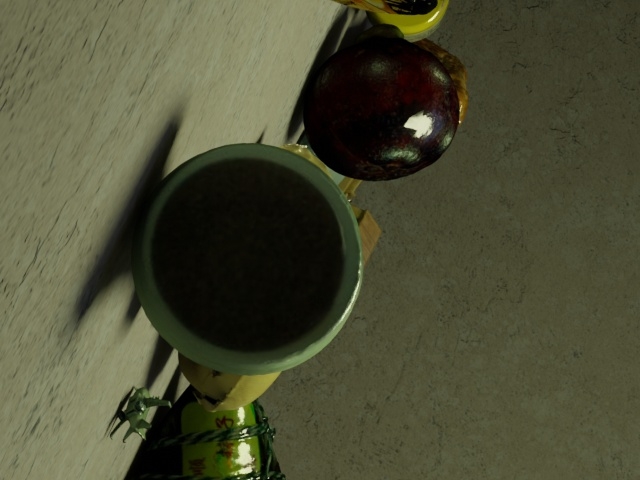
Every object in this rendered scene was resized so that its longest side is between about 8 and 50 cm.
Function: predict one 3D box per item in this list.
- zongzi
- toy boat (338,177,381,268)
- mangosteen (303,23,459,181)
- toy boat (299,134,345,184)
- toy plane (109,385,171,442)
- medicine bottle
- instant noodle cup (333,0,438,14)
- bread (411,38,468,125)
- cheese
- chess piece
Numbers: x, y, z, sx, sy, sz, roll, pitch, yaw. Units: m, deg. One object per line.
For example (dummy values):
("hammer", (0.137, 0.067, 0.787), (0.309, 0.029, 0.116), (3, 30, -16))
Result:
("zongzi", (-0.200, 0.378, 2.101), (0.319, 0.362, 0.383), (106, -29, -59))
("toy boat", (0.000, 0.000, 2.473), (0.136, 0.162, 0.445), (104, 11, -59))
("mangosteen", (0.084, -0.188, 2.118), (0.216, 0.216, 0.216), (25, 90, -87))
("toy boat", (-0.003, -0.134, 2.389), (0.208, 0.079, 0.134), (-39, 152, -58))
("toy plane", (-0.199, 0.185, 1.724), (0.080, 0.033, 0.083), (-31, -151, 17))
("medicine bottle", (0.123, -0.344, 2.267), (0.212, 0.122, 0.122), (4, 110, -87))
("instant noodle cup", (0.045, -0.279, 1.398), (0.151, 0.151, 0.122), (94, 13, -81))
("bread", (0.123, -0.228, 2.408), (0.149, 0.195, 0.344), (-58, -178, 15))
("cheese", (-0.079, 0.063, 1.843), (0.316, 0.128, 0.259), (-61, -172, 24))
("chess piece", (-0.079, 0.031, 1.419), (0.194, 0.195, 0.299), (-65, -175, -12))
